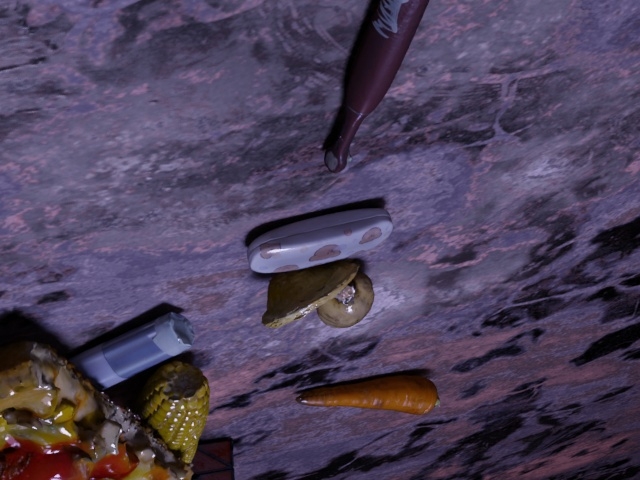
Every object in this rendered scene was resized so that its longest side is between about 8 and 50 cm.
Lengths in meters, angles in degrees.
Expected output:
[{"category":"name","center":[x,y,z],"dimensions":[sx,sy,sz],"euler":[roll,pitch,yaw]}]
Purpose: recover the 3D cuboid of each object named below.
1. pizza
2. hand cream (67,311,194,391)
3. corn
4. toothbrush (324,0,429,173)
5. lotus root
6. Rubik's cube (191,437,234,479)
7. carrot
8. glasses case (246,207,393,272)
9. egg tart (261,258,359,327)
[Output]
[{"category":"pizza","center":[-0.307,0.267,1.672],"dimensions":[0.406,0.130,0.440],"euler":[18,144,-31]},{"category":"hand cream","center":[-0.261,0.150,1.653],"dimensions":[0.255,0.048,0.079],"euler":[-24,153,20]},{"category":"corn","center":[-0.201,0.248,1.851],"dimensions":[0.106,0.106,0.305],"euler":[-11,155,-23]},{"category":"toothbrush","center":[0.049,-0.152,1.242],"dimensions":[0.041,0.041,0.364],"euler":[-13,156,-19]},{"category":"lotus root","center":[0.029,0.070,1.699],"dimensions":[0.072,0.063,0.152],"euler":[-9,165,0]},{"category":"Rubik's cube","center":[-0.232,0.391,2.071],"dimensions":[0.190,0.211,0.178],"euler":[17,112,-8]},{"category":"carrot","center":[0.074,0.225,2.121],"dimensions":[0.256,0.061,0.061],"euler":[7,146,-32]},{"category":"glasses case","center":[0.000,0.000,1.543],"dimensions":[0.164,0.041,0.063],"euler":[-13,156,-19]},{"category":"egg tart","center":[-0.016,0.048,1.591],"dimensions":[0.129,0.049,0.129],"euler":[-31,-172,5]}]
